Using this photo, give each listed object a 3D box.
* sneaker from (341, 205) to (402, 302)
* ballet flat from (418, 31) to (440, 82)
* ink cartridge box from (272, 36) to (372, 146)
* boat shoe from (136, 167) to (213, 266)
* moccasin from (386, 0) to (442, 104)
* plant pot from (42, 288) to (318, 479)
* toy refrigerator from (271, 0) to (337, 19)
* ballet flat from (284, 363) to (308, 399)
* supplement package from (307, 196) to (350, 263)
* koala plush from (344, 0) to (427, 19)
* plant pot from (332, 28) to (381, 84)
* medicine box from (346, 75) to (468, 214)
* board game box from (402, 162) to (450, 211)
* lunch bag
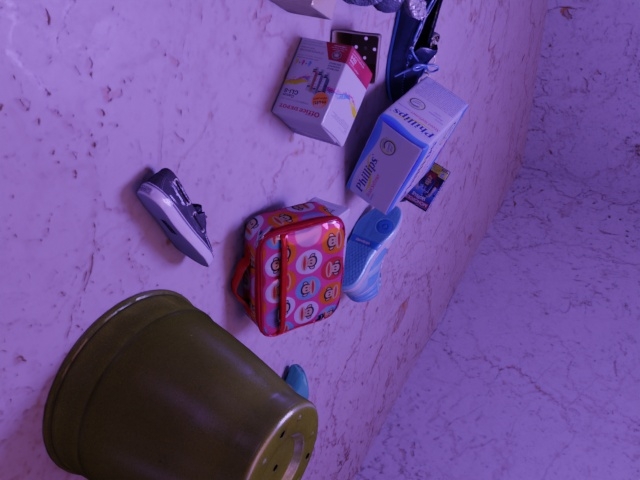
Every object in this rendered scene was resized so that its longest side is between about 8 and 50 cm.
[{"bbox_3d":[0.160,0.051,1.787,0.319,0.127,0.208,-52,149,-13],"label":"sneaker"},{"bbox_3d":[0.307,-0.519,1.715,0.072,0.068,0.213,-12,119,-60],"label":"ballet flat"},{"bbox_3d":[0.005,-0.310,1.211,0.127,0.128,0.176,27,83,-64],"label":"ink cartridge box"},{"bbox_3d":[-0.237,-0.039,1.008,0.076,0.080,0.228,-56,144,-23],"label":"boat shoe"},{"bbox_3d":[0.261,-0.526,1.564,0.138,0.117,0.342,-40,142,-46],"label":"moccasin"},{"bbox_3d":[-0.206,0.317,1.000,0.366,0.353,0.366,-43,144,-43],"label":"plant pot"},{"bbox_3d":[-0.005,-0.558,1.042,0.094,0.102,0.269,-3,111,-62],"label":"toy refrigerator"},{"bbox_3d":[-0.082,0.473,1.676,0.087,0.083,0.247,-29,133,-34],"label":"ballet flat"},{"bbox_3d":[0.000,0.000,1.454,0.105,0.105,0.179,-39,142,-50],"label":"supplement package"},{"bbox_3d":[0.134,-0.565,1.233,0.203,0.196,0.221,-60,155,7],"label":"koala plush"},{"bbox_3d":[0.092,-0.435,1.326,0.096,0.109,0.109,-55,153,-53],"label":"plant pot"},{"bbox_3d":[0.237,-0.261,1.577,0.289,0.149,0.263,-45,167,-39],"label":"medicine box"},{"bbox_3d":[0.293,-0.181,1.845,0.060,0.194,0.194,-3,126,-61],"label":"board game box"},{"bbox_3d":[-0.078,0.069,1.299,0.258,0.120,0.293,-15,125,-27],"label":"lunch bag"}]
